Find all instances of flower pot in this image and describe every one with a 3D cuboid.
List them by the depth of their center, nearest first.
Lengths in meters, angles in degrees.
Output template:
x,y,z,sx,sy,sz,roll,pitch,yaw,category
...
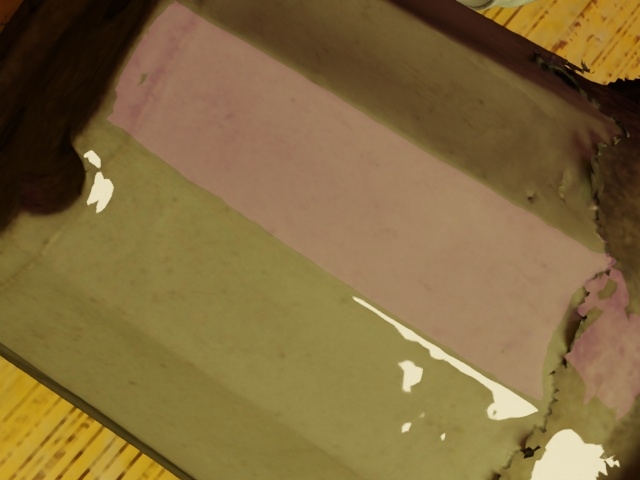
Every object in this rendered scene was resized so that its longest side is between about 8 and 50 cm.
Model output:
x,y,z,sx,sy,sz,roll,pitch,yaw,category
0.000,0.000,0.704,0.259,0.290,0.290,34,63,-24,flower pot

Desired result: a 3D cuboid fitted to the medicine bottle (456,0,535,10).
x,y,z,sx,sy,sz,roll,pitch,yaw,category
0.103,-0.145,0.947,0.083,0.047,0.047,-20,99,-41,medicine bottle
